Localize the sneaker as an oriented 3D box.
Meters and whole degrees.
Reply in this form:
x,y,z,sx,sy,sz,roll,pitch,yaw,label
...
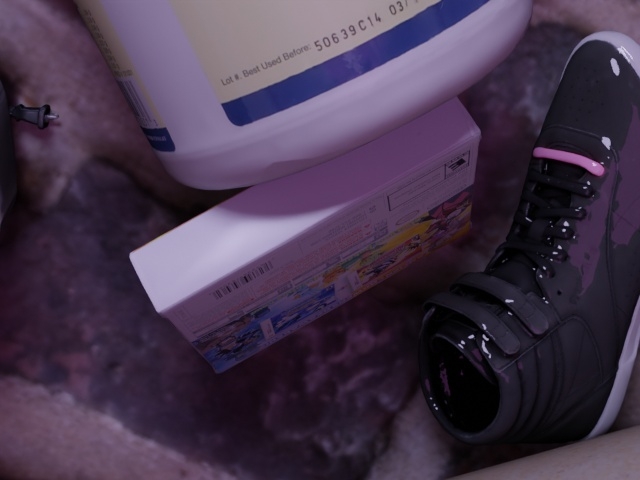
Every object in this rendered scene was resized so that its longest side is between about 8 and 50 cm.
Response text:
x,y,z,sx,sy,sz,roll,pitch,yaw,label
0.146,0.011,0.782,0.147,0.105,0.295,-8,111,-39,sneaker

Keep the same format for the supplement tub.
x,y,z,sx,sy,sz,roll,pitch,yaw,label
-0.047,-0.217,0.640,0.235,0.235,0.324,-27,108,-4,supplement tub

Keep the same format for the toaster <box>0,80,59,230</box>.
x,y,z,sx,sy,sz,roll,pitch,yaw,label
-0.265,-0.040,0.683,0.227,0.146,0.129,-5,105,-11,toaster

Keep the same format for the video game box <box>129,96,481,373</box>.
x,y,z,sx,sy,sz,roll,pitch,yaw,label
0.000,0.000,0.736,0.205,0.187,0.048,-29,71,-4,video game box

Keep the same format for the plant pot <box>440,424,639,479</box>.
x,y,z,sx,sy,sz,roll,pitch,yaw,label
0.163,0.259,0.740,0.306,0.334,0.333,-9,106,5,plant pot
